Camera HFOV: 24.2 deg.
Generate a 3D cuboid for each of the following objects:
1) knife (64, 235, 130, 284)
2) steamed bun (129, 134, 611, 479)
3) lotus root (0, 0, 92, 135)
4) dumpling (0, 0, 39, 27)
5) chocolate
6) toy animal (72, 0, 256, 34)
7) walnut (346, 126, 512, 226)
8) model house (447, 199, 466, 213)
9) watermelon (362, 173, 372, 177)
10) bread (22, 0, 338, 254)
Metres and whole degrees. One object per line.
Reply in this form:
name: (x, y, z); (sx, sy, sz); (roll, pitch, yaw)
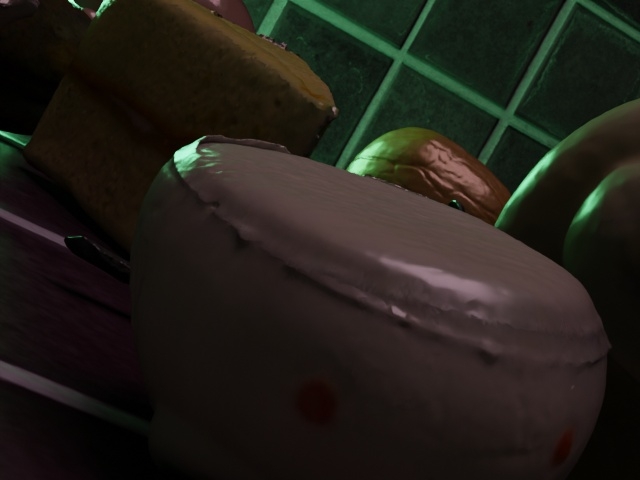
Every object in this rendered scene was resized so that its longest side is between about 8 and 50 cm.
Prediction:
knife: (-0.040, 0.059, 0.786); (0.222, 0.021, 0.045); (31, 5, -20)
steamed bun: (0.010, 0.046, 0.563); (0.177, 0.130, 0.228); (16, 11, -21)
lotus root: (-0.258, -0.155, 1.142); (0.123, 0.124, 0.241); (51, 14, 33)
dumpling: (-0.280, -0.139, 0.933); (0.199, 0.136, 0.118); (3, 54, -30)
chocolate: (0.256, 0.061, 0.906); (0.326, 0.314, 0.297); (28, 14, 8)
toy animal: (-0.147, -0.163, 1.406); (0.230, 0.210, 0.221); (-17, 24, -32)
walnut: (0.129, -0.031, 1.750); (0.226, 0.193, 0.193); (30, 5, 10)
model house: (0.020, 0.040, 0.737); (0.088, 0.117, 0.167); (19, 21, -13)
watermelon: (-0.005, 0.005, 1.057); (0.109, 0.109, 0.109); (29, 5, -3)
bread: (-0.098, -0.072, 0.962); (0.163, 0.167, 0.264); (27, 6, -9)
